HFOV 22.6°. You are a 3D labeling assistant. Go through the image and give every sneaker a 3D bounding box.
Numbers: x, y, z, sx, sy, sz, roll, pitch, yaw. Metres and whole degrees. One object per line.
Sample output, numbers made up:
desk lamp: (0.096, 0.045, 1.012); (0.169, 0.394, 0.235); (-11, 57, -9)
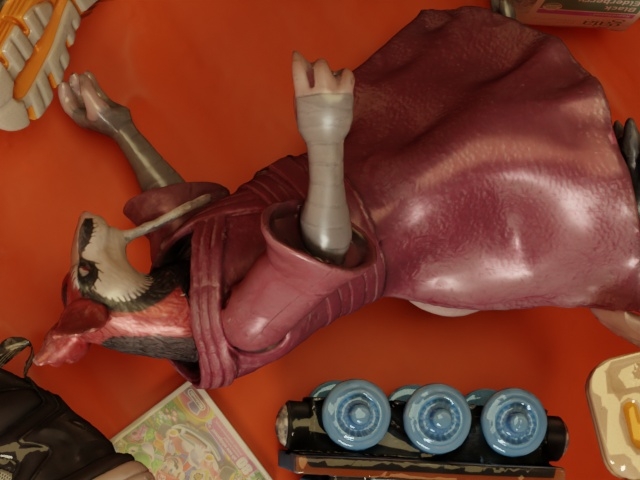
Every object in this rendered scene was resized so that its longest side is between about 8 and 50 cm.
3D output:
sneaker: (-0.234, 0.170, 0.893); (0.268, 0.101, 0.153); (-37, 79, -14)
sneaker: (-0.180, -0.167, 0.987); (0.083, 0.084, 0.215); (12, 59, 25)

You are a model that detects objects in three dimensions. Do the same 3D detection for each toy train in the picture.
toy train: (0.062, 0.139, 0.972); (0.184, 0.080, 0.105); (4, 83, -12)

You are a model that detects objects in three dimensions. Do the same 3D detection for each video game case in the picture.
video game case: (-0.098, 0.153, 0.967); (0.122, 0.011, 0.087); (-37, 88, -17)

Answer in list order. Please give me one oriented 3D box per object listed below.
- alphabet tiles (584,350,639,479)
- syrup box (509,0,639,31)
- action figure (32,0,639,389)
alphabet tiles: (0.298, 0.106, 0.916); (0.284, 0.021, 0.278); (-13, 82, -9)
syrup box: (0.165, -0.262, 1.051); (0.093, 0.096, 0.237); (2, 73, -8)
action figure: (0.000, 0.000, 0.959); (0.370, 0.248, 0.276); (-28, 112, -18)
